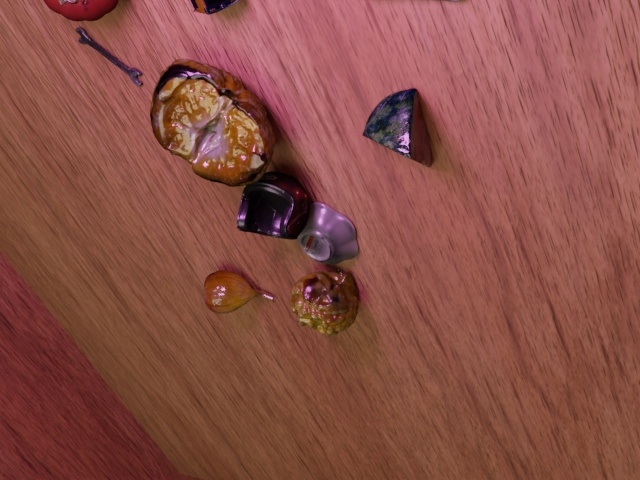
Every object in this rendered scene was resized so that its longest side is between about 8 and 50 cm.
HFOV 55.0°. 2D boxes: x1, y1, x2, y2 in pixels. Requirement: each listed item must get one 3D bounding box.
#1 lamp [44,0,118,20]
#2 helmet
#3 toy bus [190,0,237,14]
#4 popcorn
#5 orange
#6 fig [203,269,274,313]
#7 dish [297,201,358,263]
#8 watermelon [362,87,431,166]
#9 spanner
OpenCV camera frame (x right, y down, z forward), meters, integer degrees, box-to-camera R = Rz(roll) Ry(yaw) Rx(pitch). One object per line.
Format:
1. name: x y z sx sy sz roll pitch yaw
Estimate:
1. lamp: -0.618 -0.677 1.567 0.227 0.227 0.227 20 136 21
2. helmet: -0.128 -0.093 1.746 0.189 0.193 0.216 9 135 28
3. toy bus: -0.282 -0.634 1.430 0.114 0.098 0.201 28 148 58
4. popcorn: 0.016 0.189 1.913 0.218 0.189 0.169 29 146 2
5. orange: -0.274 -0.311 1.640 0.369 0.210 0.271 41 118 -4
6. fig: -0.288 0.192 2.188 0.257 0.159 0.159 8 133 8
7. dish: 0.000 0.000 1.824 0.229 0.081 0.229 21 136 21
8. watermelon: 0.175 -0.233 1.461 0.207 0.136 0.202 -6 118 57
9. spanner: -0.633 -0.551 1.843 0.254 0.015 0.054 37 141 3
